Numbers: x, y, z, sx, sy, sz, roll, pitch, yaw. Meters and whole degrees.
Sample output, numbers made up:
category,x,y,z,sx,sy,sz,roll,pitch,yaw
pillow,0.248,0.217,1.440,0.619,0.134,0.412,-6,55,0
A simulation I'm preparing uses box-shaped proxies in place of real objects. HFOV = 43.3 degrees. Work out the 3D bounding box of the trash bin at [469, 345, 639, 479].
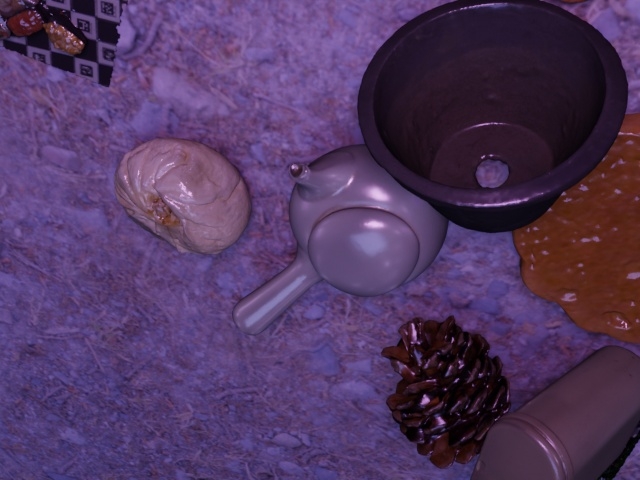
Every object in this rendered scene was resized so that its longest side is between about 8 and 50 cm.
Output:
category,x,y,z,sx,sy,sz,roll,pitch,yaw
trash bin,0.340,0.289,1.134,0.121,0.247,0.243,39,139,33

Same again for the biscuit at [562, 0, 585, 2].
category,x,y,z,sx,sy,sz,roll,pitch,yaw
biscuit,0.199,-0.377,0.745,0.205,0.049,0.324,7,129,11

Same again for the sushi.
category,x,y,z,sx,sy,sz,roll,pitch,yaw
sushi,-0.344,-0.268,0.990,0.200,0.031,0.139,20,131,-3

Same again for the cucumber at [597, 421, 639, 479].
category,x,y,z,sx,sy,sz,roll,pitch,yaw
cucumber,0.463,0.308,1.255,0.058,0.058,0.187,13,130,4

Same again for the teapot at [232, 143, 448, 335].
category,x,y,z,sx,sy,sz,roll,pitch,yaw
teapot,0.032,0.019,1.057,0.219,0.149,0.318,22,131,-3

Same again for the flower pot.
category,x,y,z,sx,sy,sz,roll,pitch,yaw
flower pot,0.184,-0.112,0.868,0.268,0.269,0.166,-1,150,16

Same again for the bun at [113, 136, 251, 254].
category,x,y,z,sx,sy,sz,roll,pitch,yaw
bun,-0.186,-0.053,1.080,0.164,0.111,0.188,-23,124,33

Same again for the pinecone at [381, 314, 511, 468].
category,x,y,z,sx,sy,sz,roll,pitch,yaw
pinecone,0.180,0.211,1.152,0.179,0.184,0.205,-34,129,-2

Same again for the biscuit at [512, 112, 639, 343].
category,x,y,z,sx,sy,sz,roll,pitch,yaw
biscuit,0.404,-0.003,1.000,0.351,0.057,0.312,35,130,-14
